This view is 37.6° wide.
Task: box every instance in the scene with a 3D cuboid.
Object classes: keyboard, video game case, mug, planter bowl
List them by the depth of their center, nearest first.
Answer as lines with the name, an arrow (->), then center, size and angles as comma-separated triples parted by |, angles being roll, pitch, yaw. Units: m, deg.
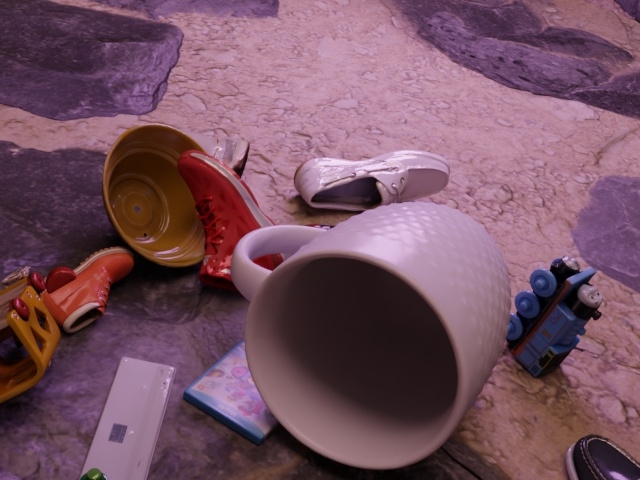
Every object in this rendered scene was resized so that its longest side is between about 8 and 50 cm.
keyboard -> -0.228, 0.230, 1.105 | 0.072, 0.014, 0.256 | 8, 35, -1
mug -> 0.060, 0.071, 1.209 | 0.374, 0.276, 0.328 | 22, 27, 19
video game case -> -0.081, 0.184, 1.217 | 0.119, 0.015, 0.166 | 28, 37, 18
planter bowl -> -0.249, -0.056, 1.388 | 0.217, 0.090, 0.217 | 17, 64, -40

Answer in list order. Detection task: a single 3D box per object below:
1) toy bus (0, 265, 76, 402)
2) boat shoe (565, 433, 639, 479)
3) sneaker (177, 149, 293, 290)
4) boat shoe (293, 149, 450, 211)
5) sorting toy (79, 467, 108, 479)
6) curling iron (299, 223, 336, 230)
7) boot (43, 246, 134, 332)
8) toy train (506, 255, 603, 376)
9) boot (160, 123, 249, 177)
toy bus -> -0.367, 0.116, 1.126 | 0.191, 0.104, 0.202 | -12, 22, 46
boat shoe -> 0.412, 0.334, 1.121 | 0.114, 0.091, 0.302 | -9, 42, -31
sneaker -> -0.150, -0.019, 1.348 | 0.221, 0.087, 0.128 | 45, 61, -3
boat shoe -> 0.098, -0.087, 1.595 | 0.277, 0.098, 0.096 | -6, 40, -13
sorting toy -> -0.304, 0.328, 0.835 | 0.127, 0.126, 0.365 | 27, 39, 18
curling iron -> 0.000, 0.000, 1.485 | 0.274, 0.035, 0.068 | -2, 42, -21
boot -> -0.302, 0.068, 1.267 | 0.085, 0.059, 0.158 | 37, 49, 24
toy train -> 0.331, 0.105, 1.338 | 0.080, 0.184, 0.105 | -22, 60, -41
boot -> -0.215, -0.124, 1.544 | 0.165, 0.077, 0.213 | 16, 30, 0
